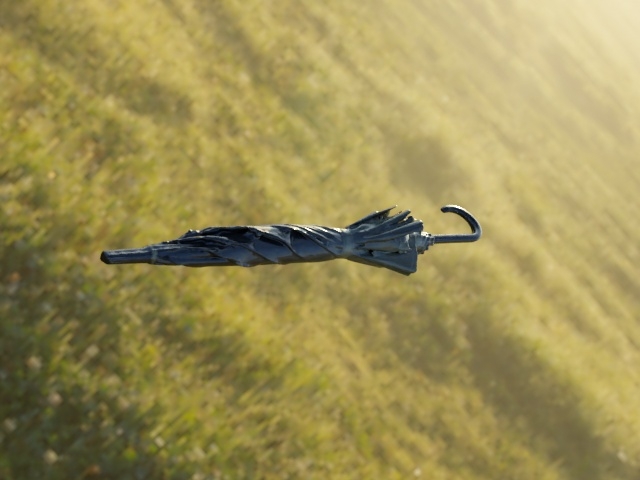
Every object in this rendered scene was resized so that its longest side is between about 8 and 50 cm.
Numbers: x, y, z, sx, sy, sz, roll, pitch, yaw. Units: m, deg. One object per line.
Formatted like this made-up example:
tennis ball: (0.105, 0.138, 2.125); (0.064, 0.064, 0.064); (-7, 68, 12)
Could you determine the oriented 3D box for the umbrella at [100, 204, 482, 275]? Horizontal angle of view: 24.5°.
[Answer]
umbrella: (0.003, 0.004, 0.759); (0.269, 0.044, 0.044); (-8, 54, -46)
